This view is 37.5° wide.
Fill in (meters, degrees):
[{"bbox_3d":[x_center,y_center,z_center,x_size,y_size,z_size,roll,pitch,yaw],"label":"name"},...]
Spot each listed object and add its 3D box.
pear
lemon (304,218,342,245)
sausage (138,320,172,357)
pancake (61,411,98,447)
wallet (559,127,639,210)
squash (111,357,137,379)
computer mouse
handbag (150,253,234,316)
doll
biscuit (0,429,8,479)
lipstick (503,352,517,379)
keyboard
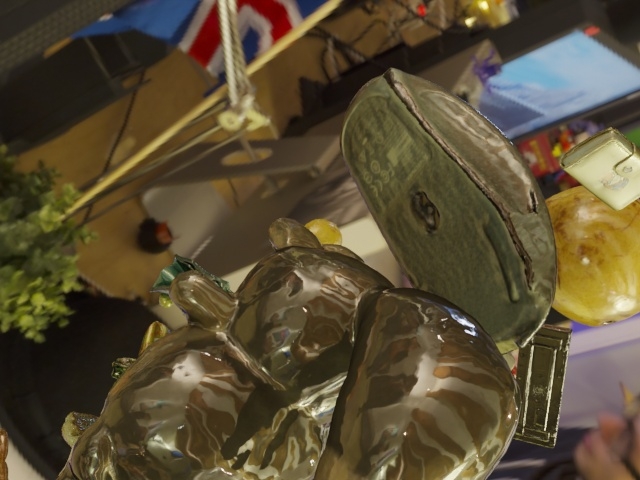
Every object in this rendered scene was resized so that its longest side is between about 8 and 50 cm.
[{"bbox_3d":[0.519,0.027,1.800,0.281,0.281,0.280,29,50,-42],"label":"pear"},{"bbox_3d":[0.000,0.000,1.758,0.082,0.082,0.111,70,18,2],"label":"lemon"},{"bbox_3d":[-0.298,0.249,1.689,0.082,0.082,0.371,50,14,-24],"label":"sausage"},{"bbox_3d":[-0.358,0.389,1.700,0.254,0.254,0.037,34,89,-39],"label":"pancake"},{"bbox_3d":[0.486,-0.120,1.568,0.155,0.110,0.039,31,41,-32],"label":"wallet"},{"bbox_3d":[-0.139,0.210,1.150,0.252,0.066,0.066,33,37,6],"label":"squash"},{"bbox_3d":[0.160,-0.041,1.102,0.114,0.203,0.374,-11,62,-40],"label":"computer mouse"},{"bbox_3d":[-0.176,0.137,1.718,0.269,0.274,0.100,37,82,-18],"label":"handbag"},{"bbox_3d":[-0.054,0.162,0.831,0.252,0.379,0.382,39,82,-16],"label":"doll"},{"bbox_3d":[-0.368,0.332,1.030,0.039,0.180,0.236,11,59,-20],"label":"biscuit"},{"bbox_3d":[0.242,0.153,1.390,0.186,0.063,0.057,50,50,-17],"label":"lipstick"},{"bbox_3d":[0.276,0.185,1.193,0.013,0.061,0.204,-59,153,-49],"label":"keyboard"}]
